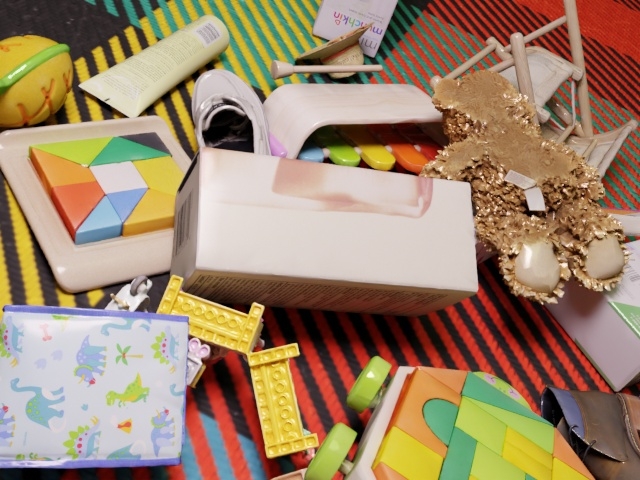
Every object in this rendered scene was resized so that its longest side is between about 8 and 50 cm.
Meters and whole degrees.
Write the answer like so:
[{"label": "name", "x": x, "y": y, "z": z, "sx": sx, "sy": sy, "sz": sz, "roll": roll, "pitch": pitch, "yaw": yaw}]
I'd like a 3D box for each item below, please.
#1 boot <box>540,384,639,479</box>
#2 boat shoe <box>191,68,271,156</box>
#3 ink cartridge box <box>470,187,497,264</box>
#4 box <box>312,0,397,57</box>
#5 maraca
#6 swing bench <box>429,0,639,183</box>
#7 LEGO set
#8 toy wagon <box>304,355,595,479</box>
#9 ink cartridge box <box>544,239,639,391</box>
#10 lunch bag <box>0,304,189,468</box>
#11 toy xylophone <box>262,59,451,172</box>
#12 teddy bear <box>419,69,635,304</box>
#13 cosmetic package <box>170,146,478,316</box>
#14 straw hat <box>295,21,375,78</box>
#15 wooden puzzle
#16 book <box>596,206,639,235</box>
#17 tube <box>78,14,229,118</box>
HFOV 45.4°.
[{"label": "boot", "x": 0.284, "y": 0.235, "z": 0.789, "sx": 0.106, "sy": 0.082, "sz": 0.219, "roll": 14, "pitch": 31, "yaw": 5}, {"label": "boat shoe", "x": -0.117, "y": -0.141, "z": 0.964, "sx": 0.096, "sy": 0.088, "sz": 0.268, "roll": -17, "pitch": 53, "yaw": 3}, {"label": "ink cartridge box", "x": 0.186, "y": -0.029, "z": 1.016, "sx": 0.198, "sy": 0.067, "sz": 0.115, "roll": -23, "pitch": 58, "yaw": -40}, {"label": "box", "x": 0.092, "y": -0.492, "z": 1.334, "sx": 0.126, "sy": 0.231, "sz": 0.262, "roll": 20, "pitch": 41, "yaw": -4}, {"label": "maraca", "x": -0.359, "y": -0.177, "z": 0.888, "sx": 0.099, "sy": 0.127, "sz": 0.186, "roll": 48, "pitch": 36, "yaw": -11}, {"label": "swing bench", "x": 0.337, "y": -0.204, "z": 1.178, "sx": 0.253, "sy": 0.165, "sz": 0.255, "roll": -40, "pitch": 103, "yaw": -47}, {"label": "LEGO set", "x": -0.077, "y": 0.137, "z": 0.730, "sx": 0.287, "sy": 0.107, "sz": 0.132, "roll": 40, "pitch": 79, "yaw": 12}, {"label": "toy wagon", "x": 0.143, "y": 0.203, "z": 0.690, "sx": 0.267, "sy": 0.068, "sz": 0.344, "roll": 33, "pitch": 27, "yaw": 5}, {"label": "ink cartridge box", "x": 0.418, "y": 0.085, "z": 0.983, "sx": 0.212, "sy": 0.093, "sz": 0.154, "roll": -12, "pitch": 53, "yaw": -32}, {"label": "lunch bag", "x": -0.187, "y": 0.122, "z": 0.637, "sx": 0.151, "sy": 0.096, "sz": 0.129, "roll": 3, "pitch": 80, "yaw": -11}, {"label": "toy xylophone", "x": 0.054, "y": -0.177, "z": 1.097, "sx": 0.322, "sy": 0.081, "sz": 0.236, "roll": -1, "pitch": 34, "yaw": -23}, {"label": "teddy bear", "x": 0.243, "y": -0.062, "z": 0.954, "sx": 0.245, "sy": 0.113, "sz": 0.338, "roll": -28, "pitch": 61, "yaw": -20}, {"label": "cosmetic package", "x": 0.000, "y": 0.000, "z": 0.815, "sx": 0.296, "sy": 0.153, "sz": 0.129, "roll": 7, "pitch": 72, "yaw": -20}, {"label": "straw hat", "x": 0.036, "y": -0.293, "z": 1.226, "sx": 0.144, "sy": 0.144, "sz": 0.061, "roll": -42, "pitch": 114, "yaw": -46}, {"label": "wooden puzzle", "x": -0.230, "y": -0.059, "z": 0.879, "sx": 0.220, "sy": 0.044, "sz": 0.239, "roll": -13, "pitch": 53, "yaw": -34}, {"label": "book", "x": 0.432, "y": -0.031, "z": 1.093, "sx": 0.096, "sy": 0.035, "sz": 0.144, "roll": -10, "pitch": 11, "yaw": -36}, {"label": "tube", "x": -0.221, "y": -0.246, "z": 1.074, "sx": 0.070, "sy": 0.062, "sz": 0.240, "roll": -5, "pitch": 31, "yaw": 38}]
